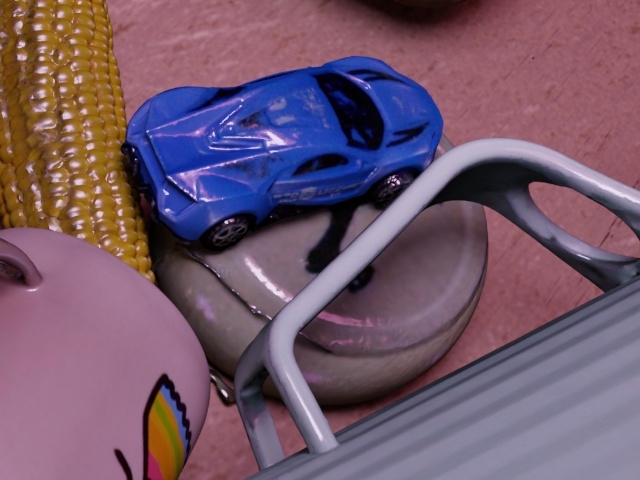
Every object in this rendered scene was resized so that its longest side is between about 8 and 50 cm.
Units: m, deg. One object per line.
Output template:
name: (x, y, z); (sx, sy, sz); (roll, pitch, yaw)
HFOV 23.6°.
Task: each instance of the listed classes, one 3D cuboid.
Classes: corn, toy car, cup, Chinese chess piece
corn: (-0.175, -0.081, 0.992); (0.102, 0.101, 0.310); (-3, 67, -23)
toy car: (-0.015, -0.064, 0.956); (0.216, 0.063, 0.103); (-16, 67, -26)
cup: (0.120, 0.171, 0.870); (0.392, 0.310, 0.401); (-18, 48, -25)
cup: (-0.177, 0.091, 0.809); (0.192, 0.252, 0.200); (15, 49, 22)
Chinese chess piece: (0.000, 0.000, 1.019); (0.238, 0.092, 0.237); (9, 61, -17)

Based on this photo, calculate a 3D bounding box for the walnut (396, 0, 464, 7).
walnut: (0.063, -0.293, 1.123); (0.248, 0.248, 0.248); (9, 60, -17)
